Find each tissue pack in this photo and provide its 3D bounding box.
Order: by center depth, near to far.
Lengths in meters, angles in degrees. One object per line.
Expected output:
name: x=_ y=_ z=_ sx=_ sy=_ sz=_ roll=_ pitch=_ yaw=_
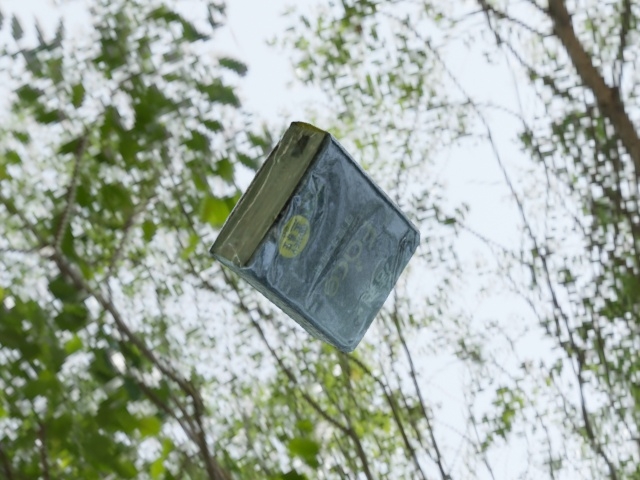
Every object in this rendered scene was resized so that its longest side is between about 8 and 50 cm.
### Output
tissue pack: x=0.000 y=0.000 z=1.459 sx=0.081 sy=0.257 sz=0.185 roll=26 pitch=-101 yaw=38
